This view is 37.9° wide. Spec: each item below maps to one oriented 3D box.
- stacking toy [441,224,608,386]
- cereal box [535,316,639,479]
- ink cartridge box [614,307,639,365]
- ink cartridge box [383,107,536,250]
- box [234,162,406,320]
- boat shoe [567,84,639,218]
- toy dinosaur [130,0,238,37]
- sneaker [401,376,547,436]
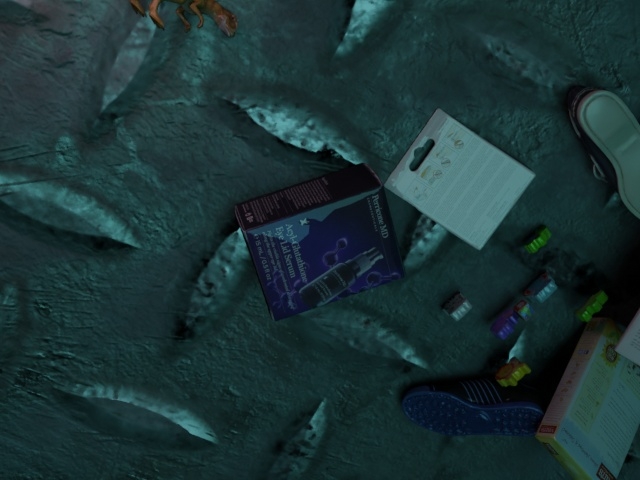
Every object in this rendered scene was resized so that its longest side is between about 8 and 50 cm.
[{"bbox_3d":[0.322,0.103,1.474,0.221,0.052,0.167,-42,105,0],"label":"stacking toy"},{"bbox_3d":[0.453,0.269,1.515,0.173,0.047,0.240,47,62,-25],"label":"cereal box"},{"bbox_3d":[0.617,0.093,1.424,0.198,0.197,0.270,33,107,20],"label":"ink cartridge box"},{"bbox_3d":[0.206,-0.091,1.390,0.179,0.045,0.145,34,103,-4],"label":"ink cartridge box"},{"bbox_3d":[0.000,0.000,1.333,0.207,0.108,0.153,-20,115,-4],"label":"box"},{"bbox_3d":[0.450,-0.129,1.397,0.095,0.079,0.254,-43,112,10],"label":"boat shoe"},{"bbox_3d":[-0.192,-0.333,1.184,0.112,0.064,0.211,-47,125,-11],"label":"toy dinosaur"},{"bbox_3d":[0.252,0.266,1.526,0.232,0.090,0.081,7,114,7],"label":"sneaker"}]
